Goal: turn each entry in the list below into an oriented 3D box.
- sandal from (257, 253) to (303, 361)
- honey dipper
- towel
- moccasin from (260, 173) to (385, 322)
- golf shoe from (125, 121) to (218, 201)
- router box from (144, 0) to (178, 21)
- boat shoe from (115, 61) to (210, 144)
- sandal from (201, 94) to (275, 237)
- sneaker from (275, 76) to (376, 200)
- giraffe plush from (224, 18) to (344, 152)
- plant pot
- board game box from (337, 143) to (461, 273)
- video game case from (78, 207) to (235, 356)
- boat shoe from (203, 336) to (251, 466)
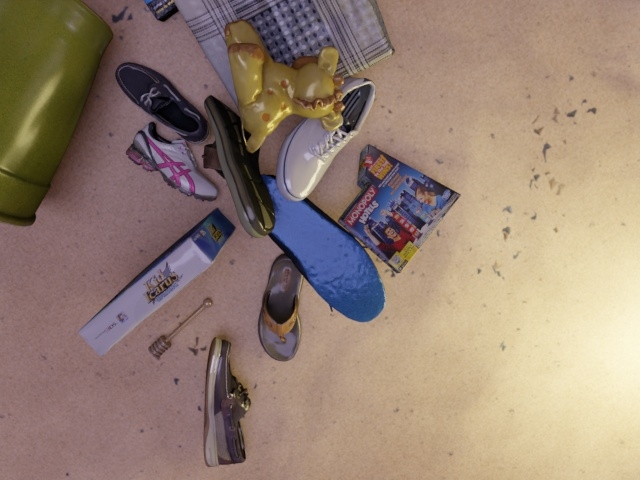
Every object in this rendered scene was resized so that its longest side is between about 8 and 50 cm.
[{"bbox_3d":[-0.073,0.136,1.246,0.090,0.060,0.219,11,103,-2],"label":"sandal"},{"bbox_3d":[-0.278,0.171,1.272,0.160,0.030,0.030,-44,100,7],"label":"honey dipper"},{"bbox_3d":[-0.074,-0.393,1.056,0.312,0.056,0.324,-17,115,22],"label":"towel"},{"bbox_3d":[0.000,0.000,1.189,0.137,0.117,0.342,-38,97,4],"label":"moccasin"},{"bbox_3d":[-0.262,-0.142,1.177,0.186,0.067,0.086,34,99,-7],"label":"golf shoe"},{"bbox_3d":[-0.247,-0.488,1.106,0.179,0.046,0.133,-33,101,8],"label":"router box"},{"bbox_3d":[-0.284,-0.252,1.142,0.206,0.065,0.075,40,89,-2],"label":"boat shoe"},{"bbox_3d":[-0.158,-0.130,1.086,0.086,0.303,0.120,-29,147,20],"label":"sandal"},{"bbox_3d":[0.009,-0.184,1.101,0.094,0.091,0.258,35,74,-30],"label":"sneaker"},{"bbox_3d":[-0.052,-0.249,1.023,0.170,0.181,0.210,-10,65,-5],"label":"giraffe plush"},{"bbox_3d":[-0.530,-0.269,1.026,0.366,0.366,0.353,35,89,-8],"label":"plant pot"},{"bbox_3d":[0.122,-0.071,1.170,0.194,0.060,0.194,41,74,-2],"label":"board game box"},{"bbox_3d":[-0.274,0.061,1.121,0.244,0.269,0.061,-40,99,8],"label":"video game case"},{"bbox_3d":[-0.184,0.324,1.274,0.092,0.103,0.285,2,107,-6],"label":"boat shoe"}]
